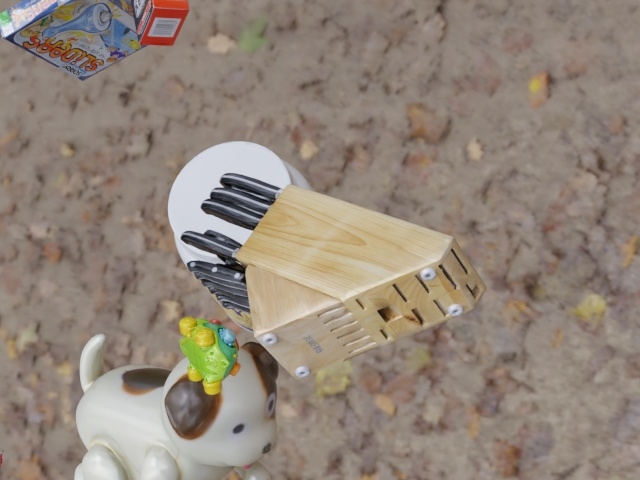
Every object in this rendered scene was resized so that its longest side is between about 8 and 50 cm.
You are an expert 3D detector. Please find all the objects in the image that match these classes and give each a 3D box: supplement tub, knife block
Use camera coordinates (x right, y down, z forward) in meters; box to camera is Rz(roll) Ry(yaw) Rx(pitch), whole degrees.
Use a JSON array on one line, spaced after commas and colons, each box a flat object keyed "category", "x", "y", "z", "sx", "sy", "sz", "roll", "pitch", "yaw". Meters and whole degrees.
[{"category": "supplement tub", "x": -0.102, "y": 0.002, "z": 2.022, "sx": 0.241, "sy": 0.331, "sz": 0.241, "roll": -6, "pitch": 64, "yaw": 13}, {"category": "knife block", "x": 0.000, "y": 0.000, "z": 1.186, "sx": 0.276, "sy": 0.088, "sz": 0.242, "roll": -23, "pitch": 48, "yaw": 15}]

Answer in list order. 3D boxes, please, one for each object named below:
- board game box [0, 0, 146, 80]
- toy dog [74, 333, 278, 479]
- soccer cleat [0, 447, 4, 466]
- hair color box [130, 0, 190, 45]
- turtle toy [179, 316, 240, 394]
[{"category": "board game box", "x": -0.316, "y": -0.283, "z": 1.607, "sx": 0.136, "sy": 0.201, "sz": 0.035, "roll": -26, "pitch": 74, "yaw": 14}, {"category": "toy dog", "x": -0.230, "y": 0.313, "z": 2.123, "sx": 0.408, "sy": 0.284, "sz": 0.395, "roll": -26, "pitch": 79, "yaw": 44}, {"category": "soccer cleat", "x": -0.532, "y": 0.292, "z": 1.599, "sx": 0.083, "sy": 0.248, "sz": 0.095, "roll": 27, "pitch": 93, "yaw": 41}, {"category": "hair color box", "x": -0.182, "y": -0.292, "z": 1.326, "sx": 0.072, "sy": 0.043, "sz": 0.141, "roll": 129, "pitch": 134, "yaw": -55}, {"category": "turtle toy", "x": -0.150, "y": 0.144, "z": 1.638, "sx": 0.130, "sy": 0.066, "sz": 0.095, "roll": 28, "pitch": 130, "yaw": 55}]
